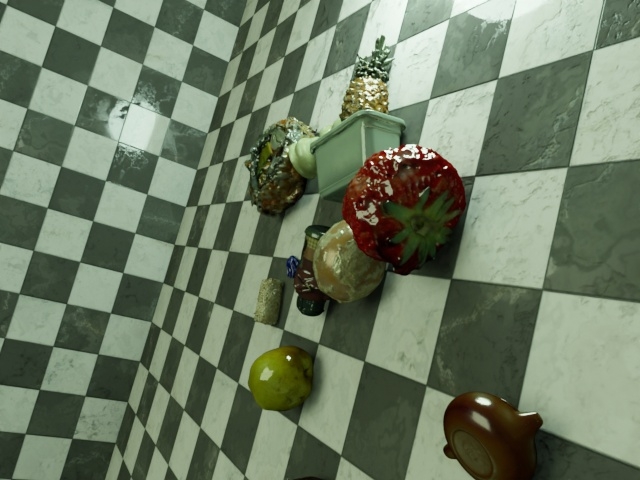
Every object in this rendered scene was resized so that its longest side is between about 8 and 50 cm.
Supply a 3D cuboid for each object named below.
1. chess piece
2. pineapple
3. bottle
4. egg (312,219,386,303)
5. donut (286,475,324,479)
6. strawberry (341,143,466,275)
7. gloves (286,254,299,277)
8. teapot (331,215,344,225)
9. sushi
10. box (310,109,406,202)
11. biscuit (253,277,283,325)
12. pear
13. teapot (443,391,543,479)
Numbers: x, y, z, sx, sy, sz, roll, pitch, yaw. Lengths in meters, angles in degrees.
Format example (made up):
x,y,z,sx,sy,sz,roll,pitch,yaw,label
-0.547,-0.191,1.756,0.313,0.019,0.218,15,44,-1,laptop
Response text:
x,y,z,sx,sy,sz,roll,pitch,yaw,label
0.029,-0.328,1.831,0.251,0.144,0.144,-30,47,31,chess piece
0.152,-0.492,1.707,0.169,0.169,0.341,-22,53,54,pineapple
-0.008,0.097,1.627,0.143,0.156,0.271,31,112,55,bottle
0.083,0.049,1.467,0.203,0.203,0.245,-14,50,57,egg
-0.034,0.766,1.322,0.259,0.136,0.345,-25,54,57,donut
0.177,-0.100,1.301,0.310,0.291,0.292,41,111,41,strawberry
-0.099,0.093,1.935,0.064,0.026,0.086,-28,50,49,gloves
0.082,-0.078,1.660,0.111,0.043,0.043,-49,28,-8,teapot
-0.164,-0.288,2.112,0.417,0.175,0.418,-37,43,46,sushi
0.106,-0.236,1.634,0.312,0.175,0.183,-22,63,54,box
-0.185,0.219,1.952,0.070,0.082,0.169,-14,61,55,biscuit
-0.113,0.406,1.612,0.200,0.200,0.200,-37,43,46,pear
0.308,0.357,0.988,0.178,0.135,0.252,62,153,17,teapot
